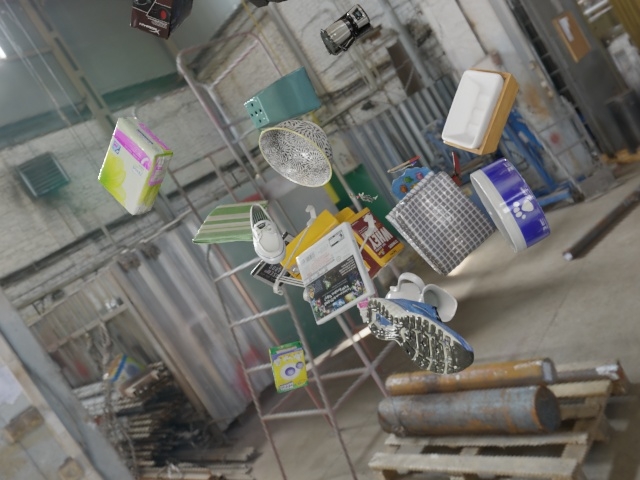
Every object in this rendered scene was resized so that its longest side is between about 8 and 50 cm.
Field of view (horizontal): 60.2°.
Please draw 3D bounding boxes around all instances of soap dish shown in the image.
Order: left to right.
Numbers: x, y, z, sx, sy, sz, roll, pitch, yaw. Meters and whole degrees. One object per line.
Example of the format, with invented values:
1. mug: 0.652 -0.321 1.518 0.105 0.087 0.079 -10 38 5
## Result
1. soap dish: 0.582 -0.467 2.011 0.118 0.290 0.229 11 15 -27

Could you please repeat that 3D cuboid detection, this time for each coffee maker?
1. coffee maker: 0.095 -0.815 2.140 0.178 0.120 0.171 -36 21 1

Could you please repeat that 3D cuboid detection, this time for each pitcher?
1. pitcher: 0.253 0.161 1.553 0.125 0.177 0.207 -50 14 -26

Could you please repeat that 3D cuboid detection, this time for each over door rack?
1. over door rack: 0.021 0.058 1.766 0.240 0.108 0.324 10 62 25

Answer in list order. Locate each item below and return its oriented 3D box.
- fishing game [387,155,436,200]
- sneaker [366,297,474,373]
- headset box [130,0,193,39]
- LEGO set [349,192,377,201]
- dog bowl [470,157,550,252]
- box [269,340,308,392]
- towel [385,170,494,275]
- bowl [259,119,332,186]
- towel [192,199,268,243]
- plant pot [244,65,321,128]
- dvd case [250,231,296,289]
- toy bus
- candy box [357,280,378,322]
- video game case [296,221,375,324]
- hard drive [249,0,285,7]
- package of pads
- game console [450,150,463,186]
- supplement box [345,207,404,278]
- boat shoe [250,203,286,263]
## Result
1. fishing game: 0.372 -0.216 2.195 0.189 0.264 0.041 -24 48 13
2. sneaker: 0.255 0.208 1.336 0.147 0.129 0.330 -9 21 -28
3. headset box: -0.404 -0.726 1.472 0.218 0.110 0.293 -78 9 -48
4. LEGO set: 0.121 -0.119 1.569 0.083 0.023 0.054 -1 -15 40
5. dog bowl: 0.540 -0.101 1.581 0.104 0.264 0.265 -30 6 12
6. box: -0.100 0.415 1.769 0.105 0.179 0.043 -13 30 -12
7. towel: 0.391 -0.060 1.797 0.235 0.283 0.121 -43 4 -3
8. bowl: -0.037 -0.199 1.165 0.170 0.170 0.080 -23 33 57
9. towel: -0.347 -0.075 2.213 0.248 0.038 0.324 -4 28 8
10. plant pot: -0.155 -0.525 2.102 0.234 0.165 0.166 -34 15 -33
11. dvd case: -0.162 0.089 2.360 0.238 0.179 0.029 -50 46 7
12. toy bus: 0.000 0.000 2.097 0.333 0.130 0.108 -44 39 1
13. candy box: 0.187 0.212 2.364 0.071 0.233 0.159 -13 35 15
14. video game case: 0.029 0.077 1.254 0.022 0.173 0.190 0 -27 -43
15. hard drive: -0.071 -0.816 1.504 0.237 0.064 0.338 16 84 47
16. package of pads: -0.677 -0.266 2.022 0.101 0.229 0.296 -25 -27 -54
17. game console: 0.472 -0.243 2.023 0.124 0.085 0.144 -39 -19 14
18. supplement box: 0.143 0.032 1.898 0.129 0.191 0.194 -35 -12 -42
19. boat shoe: -0.163 -0.023 1.568 0.083 0.075 0.226 -25 41 -8
